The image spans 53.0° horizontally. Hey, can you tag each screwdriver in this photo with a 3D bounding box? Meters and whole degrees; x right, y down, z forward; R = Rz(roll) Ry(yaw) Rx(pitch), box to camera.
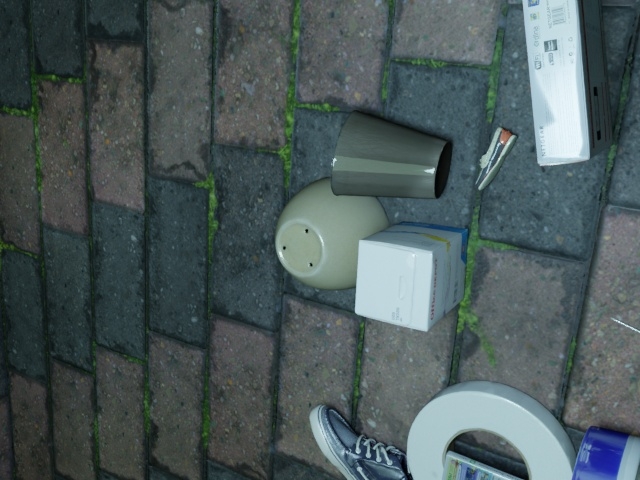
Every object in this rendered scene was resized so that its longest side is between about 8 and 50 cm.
[{"bbox_3d":[0.660,0.195,1.276,0.170,0.025,0.024,27,114,23],"label":"screwdriver"}]

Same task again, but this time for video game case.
[{"bbox_3d":[0.367,0.609,1.471,0.193,0.023,0.212,15,110,27],"label":"video game case"}]

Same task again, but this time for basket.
[{"bbox_3d":[0.162,-0.176,1.416,0.227,0.154,0.204,13,76,22],"label":"basket"}]

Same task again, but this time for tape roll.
[{"bbox_3d":[0.390,0.518,1.490,0.392,0.072,0.392,8,107,30],"label":"tape roll"}]

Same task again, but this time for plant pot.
[{"bbox_3d":[0.000,0.000,1.532,0.284,0.191,0.284,8,107,30],"label":"plant pot"}]

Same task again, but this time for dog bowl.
[{"bbox_3d":[0.564,0.508,1.267,0.104,0.265,0.265,9,106,32],"label":"dog bowl"}]

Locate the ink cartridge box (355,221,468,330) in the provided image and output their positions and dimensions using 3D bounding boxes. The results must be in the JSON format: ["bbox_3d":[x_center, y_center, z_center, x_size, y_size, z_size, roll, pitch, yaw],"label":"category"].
[{"bbox_3d":[0.202,0.067,1.398,0.168,0.233,0.171,9,106,29],"label":"ink cartridge box"}]

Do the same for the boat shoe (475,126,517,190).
[{"bbox_3d":[0.361,-0.171,1.355,0.043,0.049,0.137,36,115,23],"label":"boat shoe"}]

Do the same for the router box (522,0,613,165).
[{"bbox_3d":[0.438,-0.314,1.124,0.082,0.301,0.335,-4,99,32],"label":"router box"}]

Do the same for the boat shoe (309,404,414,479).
[{"bbox_3d":[0.126,0.543,1.639,0.158,0.127,0.340,-36,90,26],"label":"boat shoe"}]
